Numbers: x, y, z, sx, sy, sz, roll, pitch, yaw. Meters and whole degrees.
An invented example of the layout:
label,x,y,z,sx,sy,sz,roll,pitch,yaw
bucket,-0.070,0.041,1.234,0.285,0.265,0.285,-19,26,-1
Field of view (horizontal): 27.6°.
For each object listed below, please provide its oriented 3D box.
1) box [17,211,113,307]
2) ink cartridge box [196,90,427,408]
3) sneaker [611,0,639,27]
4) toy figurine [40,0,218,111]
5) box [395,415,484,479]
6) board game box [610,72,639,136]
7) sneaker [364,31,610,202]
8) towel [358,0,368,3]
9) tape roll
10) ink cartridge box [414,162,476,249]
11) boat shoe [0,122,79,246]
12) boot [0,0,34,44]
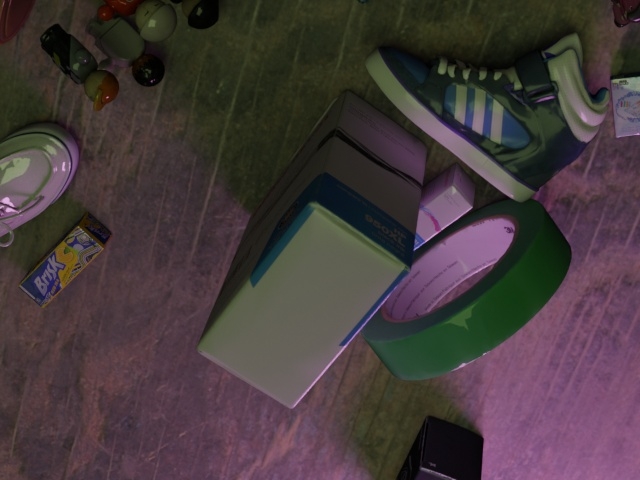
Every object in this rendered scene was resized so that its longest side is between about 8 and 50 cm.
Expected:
label,x,y,z,sx,sy,sz,roll,pitch,yaw
box,-0.418,0.033,2.127,0.059,0.054,0.169,43,116,-12
ink cartridge box,0.000,0.000,1.844,0.166,0.395,0.285,34,118,-10
sneaker,0.381,-0.368,1.752,0.281,0.106,0.162,9,121,5
toy figurine,-0.266,-0.300,1.840,0.148,0.213,0.209,43,116,3
box,0.182,0.425,2.160,0.108,0.153,0.207,22,119,-1
board game box,0.465,-0.197,1.868,0.090,0.020,0.090,-5,115,12
sneaker,0.252,-0.231,1.843,0.323,0.130,0.236,39,107,-5
towel,0.061,-0.398,1.835,0.067,0.029,0.119,25,119,-3
tape roll,0.206,0.066,1.878,0.321,0.321,0.077,-31,106,23
ink cartridge box,0.172,-0.051,1.956,0.122,0.088,0.052,-39,104,25
boat shoe,-0.541,-0.049,2.049,0.367,0.156,0.136,-29,108,22
boot,-0.526,-0.436,1.885,0.220,0.109,0.283,21,136,11
